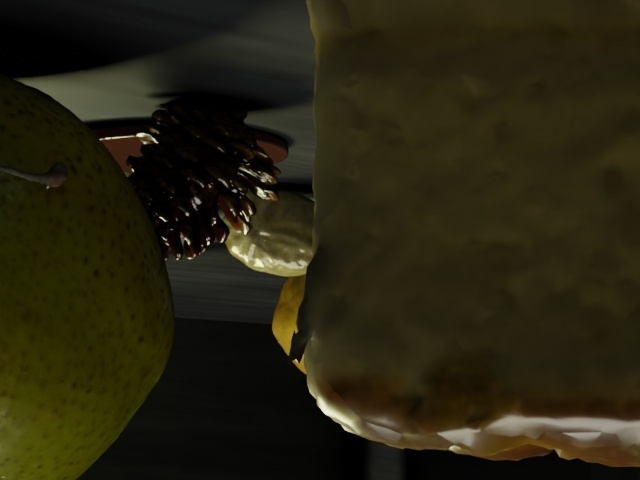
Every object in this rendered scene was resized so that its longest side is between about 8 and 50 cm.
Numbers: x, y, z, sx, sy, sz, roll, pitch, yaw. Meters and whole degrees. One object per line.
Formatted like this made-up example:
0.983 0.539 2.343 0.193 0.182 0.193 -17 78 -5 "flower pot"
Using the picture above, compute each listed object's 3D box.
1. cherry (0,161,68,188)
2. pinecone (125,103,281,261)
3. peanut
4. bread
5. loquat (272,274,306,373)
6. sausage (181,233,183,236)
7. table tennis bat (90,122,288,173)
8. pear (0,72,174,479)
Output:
-0.226 -0.069 0.677 0.148 0.115 0.188 -14 175 14 "cherry"
-0.084 -0.040 0.955 0.109 0.102 0.102 -35 -166 -31 "pinecone"
0.000 0.000 1.330 0.187 0.082 0.082 12 169 -37 "peanut"
0.150 -0.033 0.455 0.279 0.207 0.279 0 172 9 "bread"
0.043 0.089 1.760 0.187 0.176 0.234 22 164 -18 "loquat"
-0.156 -0.024 1.392 0.034 0.034 0.129 -4 172 40 "sausage"
-0.152 -0.062 1.119 0.274 0.021 0.154 -4 171 32 "table tennis bat"
-0.228 0.033 0.854 0.294 0.294 0.294 2 173 0 "pear"
